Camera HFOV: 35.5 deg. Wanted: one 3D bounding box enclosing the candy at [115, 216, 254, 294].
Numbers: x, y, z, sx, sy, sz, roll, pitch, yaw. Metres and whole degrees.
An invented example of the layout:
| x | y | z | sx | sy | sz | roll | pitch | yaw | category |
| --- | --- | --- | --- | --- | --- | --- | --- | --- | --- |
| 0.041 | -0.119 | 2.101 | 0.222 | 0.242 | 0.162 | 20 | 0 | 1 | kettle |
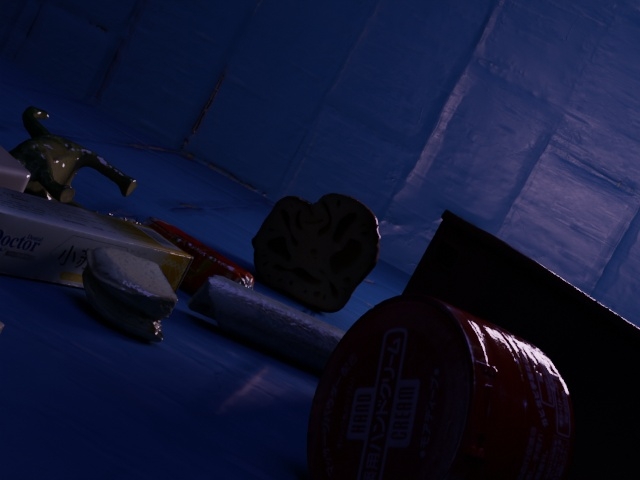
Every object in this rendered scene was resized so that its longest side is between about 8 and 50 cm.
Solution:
| x | y | z | sx | sy | sz | roll | pitch | yaw | category |
| --- | --- | --- | --- | --- | --- | --- | --- | --- | --- |
| -0.165 | 0.031 | 1.299 | 0.292 | 0.059 | 0.086 | 31 | 5 | 21 | candy |

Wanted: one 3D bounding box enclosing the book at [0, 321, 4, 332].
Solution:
| x | y | z | sx | sy | sz | roll | pitch | yaw | category |
| --- | --- | --- | --- | --- | --- | --- | --- | --- | --- |
| -0.293 | 0.048 | 0.733 | 0.111 | 0.014 | 0.077 | 27 | 6 | -6 | book |

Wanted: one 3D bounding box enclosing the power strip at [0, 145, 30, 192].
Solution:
| x | y | z | sx | sy | sz | roll | pitch | yaw | category |
| --- | --- | --- | --- | --- | --- | --- | --- | --- | --- |
| -0.423 | -0.086 | 0.997 | 0.098 | 0.058 | 0.338 | 36 | 13 | 30 | power strip |

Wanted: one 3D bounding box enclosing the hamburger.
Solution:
| x | y | z | sx | sy | sz | roll | pitch | yaw | category |
| --- | --- | --- | --- | --- | --- | --- | --- | --- | --- |
| -0.197 | 0.044 | 0.989 | 0.084 | 0.054 | 0.121 | 21 | 20 | -28 | hamburger |

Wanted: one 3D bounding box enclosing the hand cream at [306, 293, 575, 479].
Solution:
| x | y | z | sx | sy | sz | roll | pitch | yaw | category |
| --- | --- | --- | --- | --- | --- | --- | --- | --- | --- |
| 0.092 | 0.148 | 0.786 | 0.125 | 0.193 | 0.193 | 26 | 5 | -31 | hand cream |

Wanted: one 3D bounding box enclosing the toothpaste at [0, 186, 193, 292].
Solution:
| x | y | z | sx | sy | sz | roll | pitch | yaw | category |
| --- | --- | --- | --- | --- | --- | --- | --- | --- | --- |
| -0.262 | 0.002 | 1.041 | 0.089 | 0.071 | 0.313 | 33 | 7 | 30 | toothpaste |

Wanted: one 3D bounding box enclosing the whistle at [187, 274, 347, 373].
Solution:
| x | y | z | sx | sy | sz | roll | pitch | yaw | category |
| --- | --- | --- | --- | --- | --- | --- | --- | --- | --- |
| -0.010 | 0.123 | 1.197 | 0.312 | 0.062 | 0.062 | 25 | 6 | -19 | whistle |

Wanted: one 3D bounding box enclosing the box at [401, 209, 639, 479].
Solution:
| x | y | z | sx | sy | sz | roll | pitch | yaw | category |
| --- | --- | --- | --- | --- | --- | --- | --- | --- | --- |
| 0.234 | 0.158 | 1.072 | 0.339 | 0.229 | 0.239 | 30 | 4 | -11 | box |

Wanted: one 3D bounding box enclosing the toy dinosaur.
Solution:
| x | y | z | sx | sy | sz | roll | pitch | yaw | category |
| --- | --- | --- | --- | --- | --- | --- | --- | --- | --- |
| -0.403 | -0.125 | 1.320 | 0.301 | 0.087 | 0.447 | 36 | 13 | 16 | toy dinosaur |

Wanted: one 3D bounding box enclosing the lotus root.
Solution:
| x | y | z | sx | sy | sz | roll | pitch | yaw | category |
| --- | --- | --- | --- | --- | --- | --- | --- | --- | --- |
| -0.001 | 0.000 | 1.665 | 0.188 | 0.199 | 0.180 | 34 | 10 | -2 | lotus root |
